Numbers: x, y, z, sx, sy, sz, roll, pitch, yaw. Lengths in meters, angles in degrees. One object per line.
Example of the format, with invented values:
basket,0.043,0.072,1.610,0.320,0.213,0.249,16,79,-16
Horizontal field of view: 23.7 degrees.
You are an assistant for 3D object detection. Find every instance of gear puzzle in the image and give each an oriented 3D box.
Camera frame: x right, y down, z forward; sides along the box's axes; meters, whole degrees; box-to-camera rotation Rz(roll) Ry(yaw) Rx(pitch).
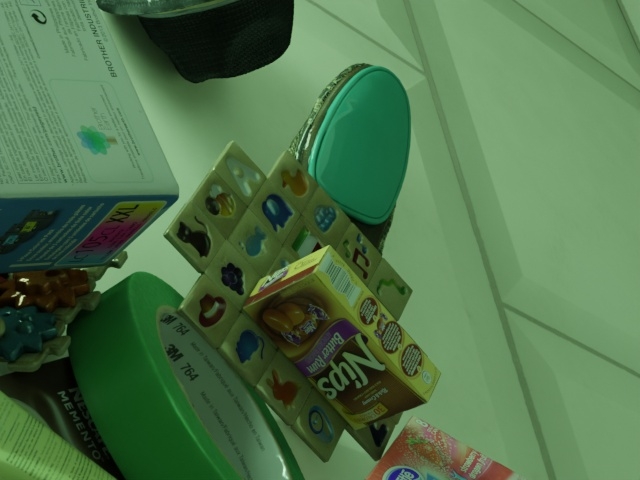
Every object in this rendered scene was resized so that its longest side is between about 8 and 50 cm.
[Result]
gear puzzle,-0.282,0.017,1.459,0.339,0.176,0.044,-66,154,-59

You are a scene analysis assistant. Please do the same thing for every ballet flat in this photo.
ballet flat,0.000,0.000,1.843,0.164,0.182,0.482,30,49,-32

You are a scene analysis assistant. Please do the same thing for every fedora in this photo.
fedora,-0.128,-0.301,1.999,0.334,0.334,0.152,-59,138,-60

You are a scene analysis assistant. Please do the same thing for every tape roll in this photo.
tape roll,-0.119,0.182,1.471,0.321,0.077,0.321,56,7,-10

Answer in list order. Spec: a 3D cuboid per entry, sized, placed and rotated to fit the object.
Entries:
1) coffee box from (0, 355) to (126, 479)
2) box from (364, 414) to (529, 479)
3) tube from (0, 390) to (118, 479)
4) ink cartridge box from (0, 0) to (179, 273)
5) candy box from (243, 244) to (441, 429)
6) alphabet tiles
coffee box,-0.287,0.198,1.299,0.141,0.098,0.246,58,29,10
box,0.087,0.318,1.535,0.154,0.142,0.300,29,24,11
tube,-0.214,0.199,1.249,0.240,0.062,0.070,40,-9,-17
ink cartridge box,-0.351,-0.111,1.296,0.395,0.151,0.270,-2,59,-48
candy box,0.023,0.103,1.561,0.186,0.109,0.053,47,42,-17
alphabet tiles,-0.018,0.064,1.635,0.342,0.011,0.285,48,42,-17
